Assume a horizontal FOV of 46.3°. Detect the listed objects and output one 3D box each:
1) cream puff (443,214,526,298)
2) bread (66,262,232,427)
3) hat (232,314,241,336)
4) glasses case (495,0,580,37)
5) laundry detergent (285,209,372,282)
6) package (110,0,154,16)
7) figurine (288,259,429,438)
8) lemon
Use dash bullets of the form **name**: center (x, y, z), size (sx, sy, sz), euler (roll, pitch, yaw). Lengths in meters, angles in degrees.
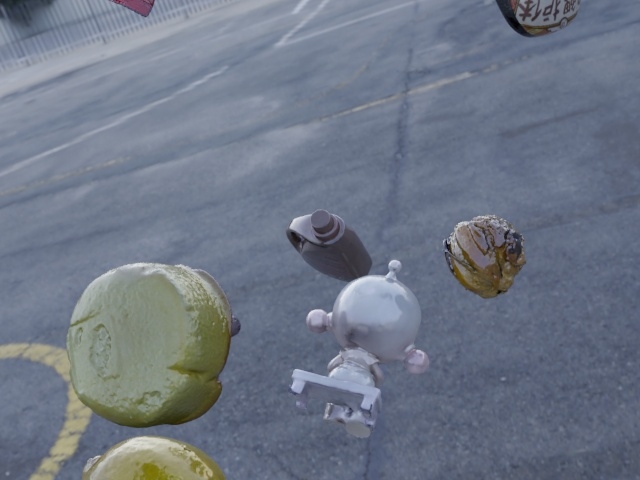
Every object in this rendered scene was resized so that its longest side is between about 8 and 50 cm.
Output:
- **cream puff**: center (0.244, 0.016, 1.092), size (0.104, 0.119, 0.133), euler (-49, 2, 45)
- **bread**: center (-0.265, 0.157, 1.162), size (0.270, 0.269, 0.148), euler (-8, -10, 25)
- **hat**: center (-0.193, 0.156, 1.421), size (0.058, 0.087, 0.042), euler (-64, 3, -17)
- **glasses case**: center (0.237, -0.408, 0.912), size (0.122, 0.321, 0.082), euler (-28, 14, -34)
- **laundry detergent**: center (0.000, 0.000, 1.499), size (0.171, 0.237, 0.076), euler (17, 72, 27)
- **package**: center (-0.224, -0.406, 1.016), size (0.083, 0.200, 0.022), euler (27, 2, 21)
- **figurine**: center (0.061, 0.150, 1.132), size (0.182, 0.144, 0.256), euler (1, 57, 34)
- **lemon**: center (-0.289, 0.463, 1.318), size (0.263, 0.236, 0.236), euler (10, 35, 41)
